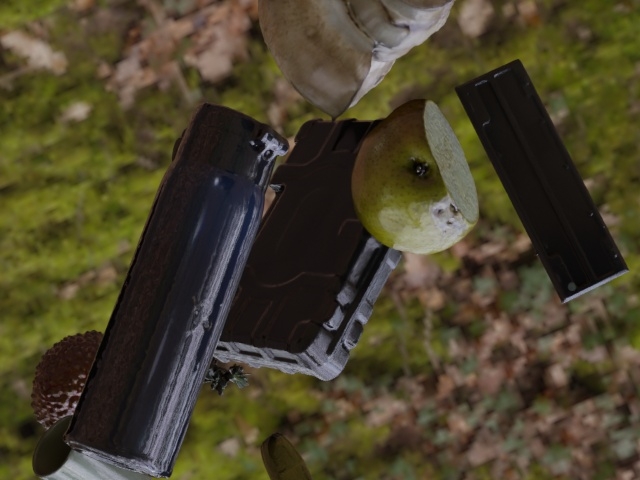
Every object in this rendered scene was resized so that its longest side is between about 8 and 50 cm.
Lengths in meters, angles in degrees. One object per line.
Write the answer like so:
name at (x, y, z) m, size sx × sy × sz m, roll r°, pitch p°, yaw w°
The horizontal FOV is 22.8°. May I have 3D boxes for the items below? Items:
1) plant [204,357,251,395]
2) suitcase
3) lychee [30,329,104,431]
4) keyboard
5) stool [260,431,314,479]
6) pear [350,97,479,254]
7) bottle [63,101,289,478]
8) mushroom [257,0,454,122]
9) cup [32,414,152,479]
plant at (-0.132, 0.158, 1.904) m, size 0.102 × 0.051 × 0.051 m, roll 22°, pitch -155°, yaw 17°
suitcase at (0.000, 0.000, 1.606) m, size 0.206 × 0.066 × 0.285 m, roll 5°, pitch -121°, yaw 49°
lychee at (-0.338, 0.220, 2.306) m, size 0.165 × 0.165 × 0.197 m, roll -25°, pitch -135°, yaw -5°
keyboard at (0.183, -0.051, 1.327) m, size 0.067 × 0.202 × 0.011 m, roll -25°, pitch 174°, yaw -11°
stool at (-0.041, 0.216, 1.096) m, size 0.135 × 0.110 × 0.134 m, roll -44°, pitch 165°, yaw 9°
pear at (0.079, -0.053, 1.460) m, size 0.104 × 0.141 × 0.141 m, roll -21°, pitch -173°, yaw 15°
bottle at (-0.093, 0.029, 1.032) m, size 0.082 × 0.244 × 0.072 m, roll 9°, pitch 163°, yaw 40°
mushroom at (0.041, -0.265, 1.608) m, size 0.253 × 0.189 × 0.195 m, roll -51°, pitch -175°, yaw -18°
cup at (-0.180, 0.187, 1.240) m, size 0.054 × 0.083 × 0.075 m, roll -22°, pitch -139°, yaw 38°
